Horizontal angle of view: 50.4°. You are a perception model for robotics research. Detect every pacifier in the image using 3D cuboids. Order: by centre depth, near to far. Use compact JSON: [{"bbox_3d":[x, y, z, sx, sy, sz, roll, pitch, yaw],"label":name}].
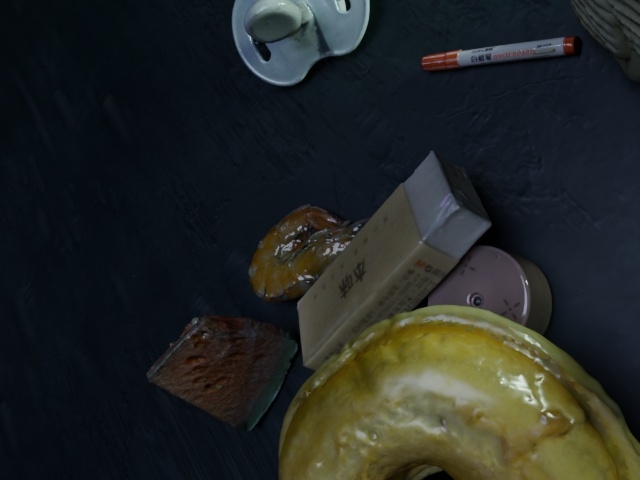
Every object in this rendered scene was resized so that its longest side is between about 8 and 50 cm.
[{"bbox_3d":[-0.065,-0.385,1.145,0.279,0.207,0.227,-23,102,33],"label":"pacifier"}]

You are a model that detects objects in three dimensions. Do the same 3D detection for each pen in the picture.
[{"bbox_3d":[0.255,-0.270,0.990,0.239,0.028,0.028,4,84,38],"label":"pen"}]

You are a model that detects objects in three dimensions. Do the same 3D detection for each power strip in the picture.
[{"bbox_3d":[0.225,0.082,0.912,0.154,0.078,0.154,-11,73,41],"label":"power strip"}]

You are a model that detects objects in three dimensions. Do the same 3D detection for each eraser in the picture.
[{"bbox_3d":[0.090,0.043,0.971,0.343,0.078,0.144,-51,27,27],"label":"eraser"}]

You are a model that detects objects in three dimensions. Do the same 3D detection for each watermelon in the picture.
[{"bbox_3d":[-0.176,0.194,1.099,0.140,0.257,0.193,27,91,38],"label":"watermelon"}]

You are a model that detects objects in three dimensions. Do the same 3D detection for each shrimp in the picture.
[{"bbox_3d":[0.000,0.000,1.124,0.317,0.062,0.164,-25,59,31],"label":"shrimp"}]

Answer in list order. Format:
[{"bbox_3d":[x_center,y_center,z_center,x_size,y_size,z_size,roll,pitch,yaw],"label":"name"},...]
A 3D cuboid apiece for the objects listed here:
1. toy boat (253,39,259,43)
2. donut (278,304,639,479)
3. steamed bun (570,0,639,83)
[{"bbox_3d":[-0.072,-0.453,1.270,0.210,0.066,0.084,-49,58,32],"label":"toy boat"},{"bbox_3d":[0.152,0.294,0.803,0.449,0.198,0.449,4,99,24],"label":"donut"},{"bbox_3d":[0.398,-0.330,0.687,0.255,0.367,0.342,-31,44,13],"label":"steamed bun"}]
